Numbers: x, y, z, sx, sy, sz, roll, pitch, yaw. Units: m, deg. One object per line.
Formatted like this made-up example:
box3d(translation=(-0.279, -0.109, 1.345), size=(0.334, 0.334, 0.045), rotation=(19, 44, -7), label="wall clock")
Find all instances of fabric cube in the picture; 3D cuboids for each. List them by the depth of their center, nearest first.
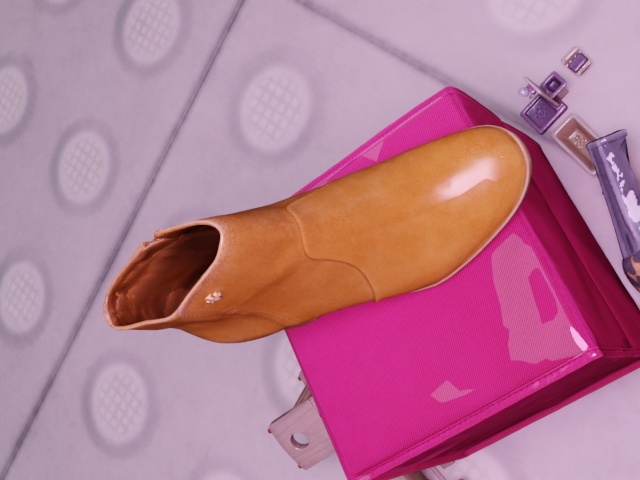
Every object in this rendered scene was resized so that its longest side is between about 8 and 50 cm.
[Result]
box3d(translation=(0.129, 0.054, 0.807), size=(0.254, 0.259, 0.258), rotation=(-34, 67, 24), label="fabric cube")

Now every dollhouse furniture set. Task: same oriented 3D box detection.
box3d(translation=(0.257, -0.133, 0.849), size=(0.091, 0.081, 0.114), rotation=(-48, 63, 20), label="dollhouse furniture set")
box3d(translation=(0.060, 0.216, 0.937), size=(0.129, 0.129, 0.184), rotation=(-37, 96, 25), label="dollhouse furniture set")

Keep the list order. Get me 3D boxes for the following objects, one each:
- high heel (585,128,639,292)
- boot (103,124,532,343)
box3d(translation=(0.397, -0.046, 0.766), size=(0.261, 0.093, 0.186), rotation=(-19, 92, 21), label="high heel")
box3d(translation=(-0.001, -0.001, 0.618), size=(0.295, 0.211, 0.104), rotation=(-33, 70, 25), label="boot")
